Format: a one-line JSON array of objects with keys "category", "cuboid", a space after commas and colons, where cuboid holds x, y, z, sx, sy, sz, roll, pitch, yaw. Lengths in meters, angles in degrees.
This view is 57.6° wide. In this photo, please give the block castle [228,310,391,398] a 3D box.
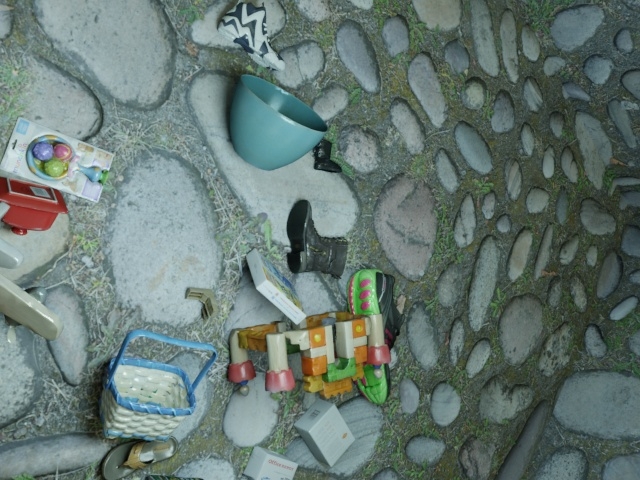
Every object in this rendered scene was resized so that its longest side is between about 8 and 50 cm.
[{"category": "block castle", "cuboid": [-0.028, 0.352, 1.785, 0.453, 0.303, 0.213, -5, 89, -37]}]

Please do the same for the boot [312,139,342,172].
[{"category": "boot", "cuboid": [0.026, -0.282, 1.957, 0.121, 0.045, 0.099, 6, 85, -37]}]

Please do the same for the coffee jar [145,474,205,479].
[{"category": "coffee jar", "cuboid": [-0.400, 0.711, 1.641, 0.184, 0.096, 0.079, 22, 81, -37]}]

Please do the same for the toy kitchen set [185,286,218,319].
[{"category": "toy kitchen set", "cuboid": [-0.348, 0.190, 1.679, 0.075, 0.083, 0.068, 11, 127, -37]}]

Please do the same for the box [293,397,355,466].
[{"category": "box", "cuboid": [0.015, 0.644, 1.958, 0.130, 0.091, 0.170, -40, 114, -30]}]

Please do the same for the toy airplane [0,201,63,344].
[{"category": "toy airplane", "cuboid": [-0.768, 0.057, 1.222, 0.384, 0.272, 0.386, -5, 112, -6]}]

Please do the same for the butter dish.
[{"category": "butter dish", "cuboid": [-0.693, -0.068, 1.368, 0.160, 0.160, 0.118, 12, 107, -36]}]

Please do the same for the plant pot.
[{"category": "plant pot", "cuboid": [-0.150, -0.321, 1.705, 0.290, 0.290, 0.195, 16, 118, -37]}]

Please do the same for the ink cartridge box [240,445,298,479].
[{"category": "ink cartridge box", "cuboid": [-0.175, 0.764, 1.826, 0.139, 0.082, 0.191, 33, 74, -34]}]

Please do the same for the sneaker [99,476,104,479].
[{"category": "sneaker", "cuboid": [-0.571, 0.665, 1.554, 0.035, 0.031, 0.083, 32, 61, -65]}]

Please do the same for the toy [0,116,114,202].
[{"category": "toy", "cuboid": [-0.640, -0.198, 1.441, 0.237, 0.056, 0.137, 22, 78, -36]}]

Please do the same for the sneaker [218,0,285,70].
[{"category": "sneaker", "cuboid": [-0.177, -0.629, 1.751, 0.235, 0.094, 0.153, 30, 83, -24]}]

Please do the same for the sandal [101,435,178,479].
[{"category": "sandal", "cuboid": [-0.483, 0.588, 1.585, 0.219, 0.060, 0.090, -2, 81, -37]}]

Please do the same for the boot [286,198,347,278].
[{"category": "boot", "cuboid": [0.000, 0.000, 1.934, 0.229, 0.091, 0.263, 1, 95, -43]}]

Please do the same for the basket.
[{"category": "basket", "cuboid": [-0.437, 0.369, 1.512, 0.255, 0.201, 0.289, 24, 109, -37]}]

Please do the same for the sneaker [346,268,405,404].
[{"category": "sneaker", "cuboid": [0.214, 0.339, 2.042, 0.202, 0.185, 0.483, -4, 96, -33]}]

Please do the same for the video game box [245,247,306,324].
[{"category": "video game box", "cuboid": [-0.136, 0.135, 1.755, 0.048, 0.205, 0.187, -43, 120, 7]}]
